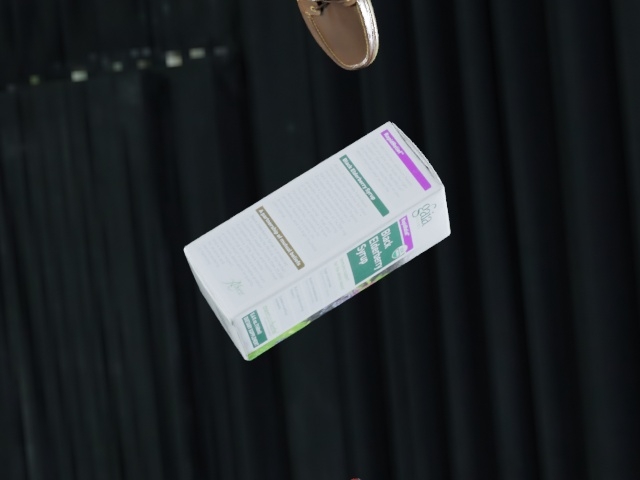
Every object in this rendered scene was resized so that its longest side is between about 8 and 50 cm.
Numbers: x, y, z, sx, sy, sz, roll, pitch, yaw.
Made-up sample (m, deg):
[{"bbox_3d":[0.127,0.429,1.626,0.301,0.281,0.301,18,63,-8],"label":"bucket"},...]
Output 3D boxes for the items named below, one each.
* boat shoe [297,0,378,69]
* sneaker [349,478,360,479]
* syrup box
[{"bbox_3d":[0.002,-0.233,1.760,0.064,0.178,0.060,-17,19,14],"label":"boat shoe"},{"bbox_3d":[0.132,0.379,2.026,0.131,0.350,0.148,-49,3,47],"label":"sneaker"},{"bbox_3d":[0.000,0.000,1.808,0.237,0.096,0.093,-31,-27,-8],"label":"syrup box"}]
